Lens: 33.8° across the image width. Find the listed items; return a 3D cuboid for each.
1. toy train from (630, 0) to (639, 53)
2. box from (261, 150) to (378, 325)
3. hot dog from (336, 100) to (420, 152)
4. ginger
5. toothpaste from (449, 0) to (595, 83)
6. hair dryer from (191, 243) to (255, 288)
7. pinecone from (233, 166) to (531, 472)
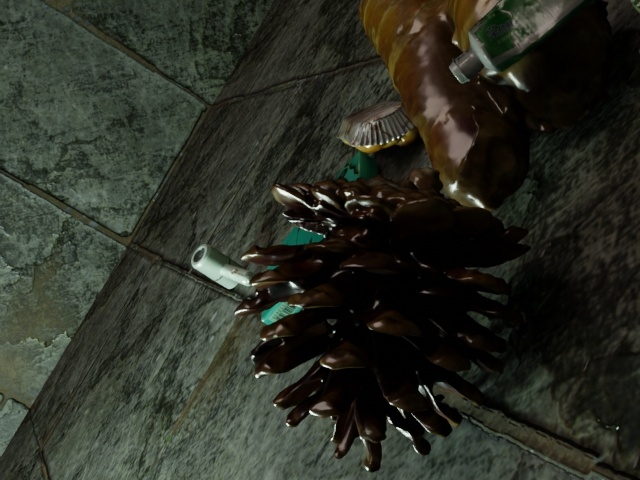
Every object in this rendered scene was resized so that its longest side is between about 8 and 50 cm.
[{"bbox_3d":[0.347,-0.253,0.787,0.307,0.126,0.189,-51,18,23],"label":"toy train"},{"bbox_3d":[0.000,0.000,1.449,0.226,0.042,0.161,-50,20,26],"label":"box"},{"bbox_3d":[0.081,-0.154,1.436,0.108,0.059,0.191,-22,13,-4],"label":"hot dog"},{"bbox_3d":[0.176,-0.224,1.124,0.254,0.176,0.418,-53,26,22],"label":"ginger"},{"bbox_3d":[0.216,-0.221,0.917,0.248,0.047,0.078,-38,43,18],"label":"toothpaste"},{"bbox_3d":[-0.151,0.050,1.739,0.137,0.082,0.047,17,74,56],"label":"hair dryer"},{"bbox_3d":[0.045,0.062,0.893,0.264,0.264,0.264,-50,19,24],"label":"pinecone"}]
